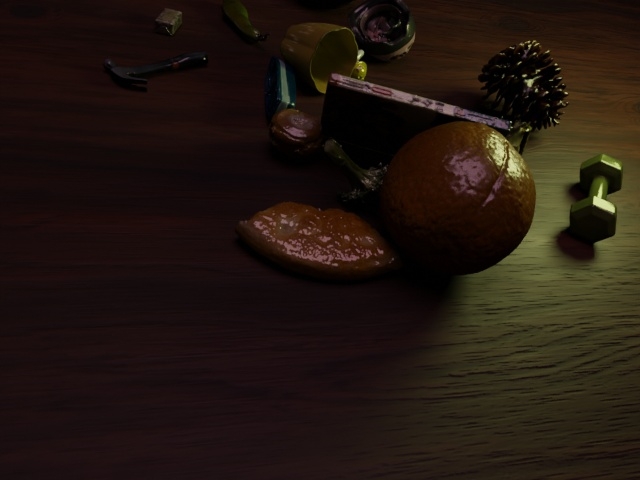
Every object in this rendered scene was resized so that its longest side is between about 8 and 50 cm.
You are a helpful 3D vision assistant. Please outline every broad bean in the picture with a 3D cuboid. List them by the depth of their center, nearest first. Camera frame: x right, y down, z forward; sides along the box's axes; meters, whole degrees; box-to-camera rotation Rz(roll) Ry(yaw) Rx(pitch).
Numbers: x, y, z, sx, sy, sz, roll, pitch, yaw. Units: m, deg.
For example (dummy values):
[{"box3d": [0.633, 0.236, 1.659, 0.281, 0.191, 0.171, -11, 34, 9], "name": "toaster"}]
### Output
[{"box3d": [-0.256, -0.717, 1.852, 0.075, 0.067, 0.325, -33, 60, -3], "name": "broad bean"}]

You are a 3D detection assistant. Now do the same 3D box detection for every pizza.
[{"box3d": [0.000, 0.000, 1.215, 0.365, 0.074, 0.182, 8, 47, -8], "name": "pizza"}]

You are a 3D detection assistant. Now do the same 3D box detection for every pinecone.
[{"box3d": [0.637, -0.469, 1.748, 0.246, 0.246, 0.292, -26, 73, -34], "name": "pinecone"}]

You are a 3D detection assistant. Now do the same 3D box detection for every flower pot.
[{"box3d": [-0.016, -0.558, 1.685, 0.195, 0.195, 0.179, -27, 47, -35], "name": "flower pot"}]

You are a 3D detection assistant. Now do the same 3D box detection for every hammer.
[{"box3d": [-0.436, -0.483, 1.582, 0.290, 0.037, 0.137, -25, 58, -34], "name": "hammer"}]

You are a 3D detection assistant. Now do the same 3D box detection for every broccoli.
[{"box3d": [0.076, -0.160, 1.315, 0.204, 0.122, 0.118, 38, 66, -37], "name": "broccoli"}]

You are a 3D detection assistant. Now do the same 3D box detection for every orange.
[{"box3d": [0.294, -0.099, 1.229, 0.322, 0.322, 0.357, 20, 44, 4], "name": "orange"}]

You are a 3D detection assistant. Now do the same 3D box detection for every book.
[{"box3d": [0.213, -0.278, 1.407, 0.428, 0.300, 0.039, 15, 76, 0], "name": "book"}]

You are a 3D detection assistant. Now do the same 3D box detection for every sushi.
[{"box3d": [0.472, -0.293, 1.597, 0.291, 0.139, 0.131, -4, 40, -17], "name": "sushi"}]

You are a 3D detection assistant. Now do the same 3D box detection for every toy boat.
[{"box3d": [-0.113, -0.436, 1.596, 0.062, 0.096, 0.299, 13, 41, -19], "name": "toy boat"}]

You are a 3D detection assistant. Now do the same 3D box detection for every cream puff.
[{"box3d": [-0.063, -0.262, 1.430, 0.144, 0.103, 0.126, 14, 50, -3], "name": "cream puff"}]

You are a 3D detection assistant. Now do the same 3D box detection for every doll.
[{"box3d": [0.085, -0.562, 1.783, 0.129, 0.081, 0.207, -22, 56, -9], "name": "doll"}]

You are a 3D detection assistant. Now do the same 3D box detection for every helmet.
[{"box3d": [0.218, -0.701, 1.909, 0.198, 0.154, 0.253, -34, 44, 5], "name": "helmet"}]

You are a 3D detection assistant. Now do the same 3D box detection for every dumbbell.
[{"box3d": [0.743, -0.118, 1.523, 0.108, 0.121, 0.302, 5, 39, 30], "name": "dumbbell"}]

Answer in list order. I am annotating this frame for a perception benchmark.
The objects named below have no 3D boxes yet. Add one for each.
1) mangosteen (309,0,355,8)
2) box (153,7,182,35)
[{"box3d": [0.043, -0.983, 2.083, 0.275, 0.275, 0.302, 31, 14, 14], "name": "mangosteen"}, {"box3d": [-0.471, -0.677, 1.756, 0.062, 0.045, 0.098, 15, 43, -1], "name": "box"}]
